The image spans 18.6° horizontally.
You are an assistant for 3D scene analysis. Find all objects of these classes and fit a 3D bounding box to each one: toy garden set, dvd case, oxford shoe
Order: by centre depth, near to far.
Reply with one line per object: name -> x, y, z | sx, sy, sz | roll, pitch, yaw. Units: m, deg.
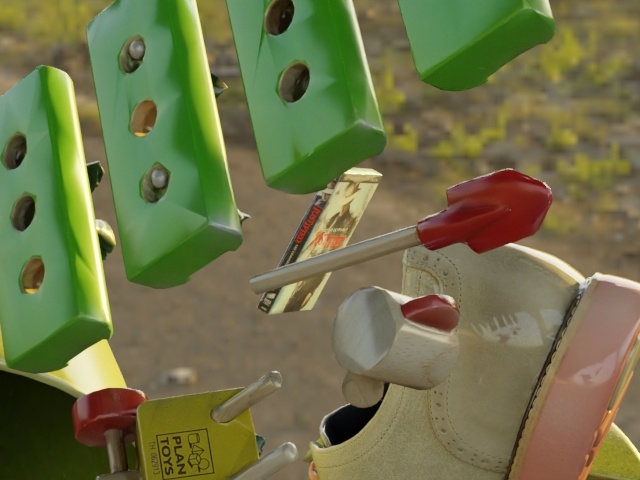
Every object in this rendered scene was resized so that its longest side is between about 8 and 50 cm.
toy garden set -> -0.011, -0.011, 0.646 | 0.244, 0.204, 0.049 | -33, -34, 33
oxford shoe -> 0.061, 0.156, 1.121 | 0.146, 0.397, 0.140 | 25, 32, 10
dvd case -> 0.000, 0.000, 1.443 | 0.013, 0.119, 0.087 | 30, 11, 18

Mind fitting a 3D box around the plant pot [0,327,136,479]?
plant pot -> -0.245, 0.068, 1.128 | 0.274, 0.275, 0.293 | -4, 40, -11

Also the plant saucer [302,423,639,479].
plant saucer -> 0.102, 0.132, 1.287 | 0.188, 0.045, 0.188 | 12, -14, -13
